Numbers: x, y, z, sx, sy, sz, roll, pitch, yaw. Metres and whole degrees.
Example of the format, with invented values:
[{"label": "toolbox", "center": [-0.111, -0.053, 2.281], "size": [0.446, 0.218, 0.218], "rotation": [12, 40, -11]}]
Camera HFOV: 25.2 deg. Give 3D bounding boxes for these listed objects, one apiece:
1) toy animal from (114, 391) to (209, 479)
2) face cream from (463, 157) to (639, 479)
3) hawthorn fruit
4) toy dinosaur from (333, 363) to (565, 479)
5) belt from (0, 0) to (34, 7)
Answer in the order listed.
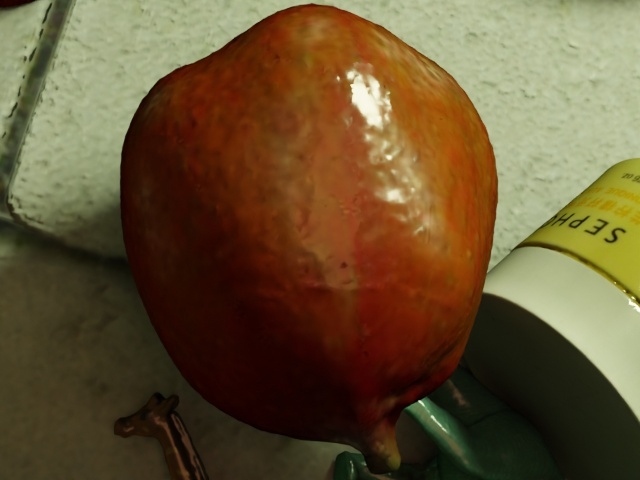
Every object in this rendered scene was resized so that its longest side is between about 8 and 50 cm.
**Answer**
[{"label": "toy animal", "center": [-0.072, 0.249, 1.088], "size": [0.224, 0.066, 0.229], "rotation": [15, 87, 5]}, {"label": "face cream", "center": [0.243, 0.071, 1.120], "size": [0.179, 0.218, 0.218], "rotation": [-39, 94, -19]}, {"label": "hawthorn fruit", "center": [-0.011, -0.013, 1.017], "size": [0.295, 0.295, 0.311], "rotation": [22, 47, -12]}, {"label": "toy dinosaur", "center": [0.188, 0.219, 1.137], "size": [0.331, 0.129, 0.383], "rotation": [7, 59, -22]}, {"label": "belt", "center": [-0.206, -0.274, 1.086], "size": [0.128, 0.124, 0.201], "rotation": [45, 74, -8]}]
